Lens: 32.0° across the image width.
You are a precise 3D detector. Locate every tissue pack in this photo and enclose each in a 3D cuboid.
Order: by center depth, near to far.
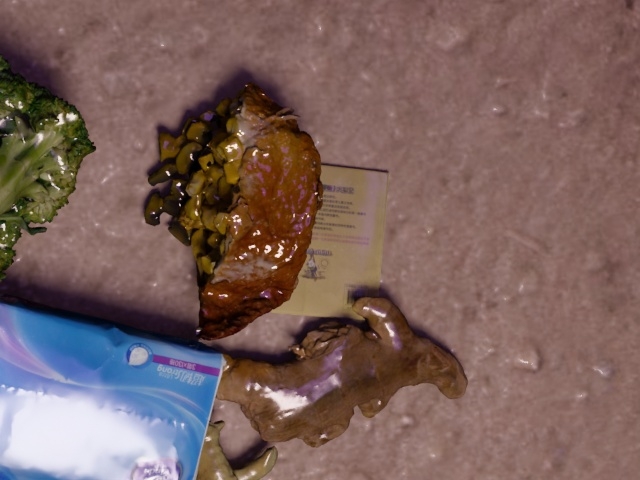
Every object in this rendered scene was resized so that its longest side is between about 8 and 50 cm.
[{"bbox_3d":[-0.265,0.185,1.257,0.263,0.146,0.198,16,85,-19],"label":"tissue pack"}]

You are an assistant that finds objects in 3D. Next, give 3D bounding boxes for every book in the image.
[{"bbox_3d":[0.000,0.000,1.402,0.168,0.013,0.192,6,88,-15],"label":"book"}]

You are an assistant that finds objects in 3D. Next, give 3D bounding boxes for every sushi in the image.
[{"bbox_3d":[-0.100,-0.041,1.304,0.179,0.167,0.296,8,95,-24],"label":"sushi"}]

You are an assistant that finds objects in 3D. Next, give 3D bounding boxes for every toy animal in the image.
[{"bbox_3d":[-0.119,0.320,1.328,0.101,0.103,0.219,12,104,11],"label":"toy animal"}]

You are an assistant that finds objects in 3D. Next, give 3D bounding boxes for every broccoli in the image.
[{"bbox_3d":[-0.401,-0.059,1.166,0.303,0.283,0.321,14,114,-28],"label":"broccoli"}]

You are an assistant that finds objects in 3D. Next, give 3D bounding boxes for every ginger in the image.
[{"bbox_3d":[0.024,0.162,1.374,0.333,0.080,0.166,-14,106,-11],"label":"ginger"}]
